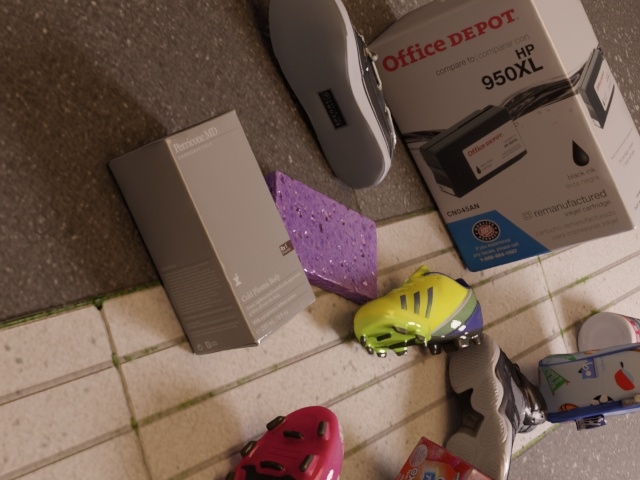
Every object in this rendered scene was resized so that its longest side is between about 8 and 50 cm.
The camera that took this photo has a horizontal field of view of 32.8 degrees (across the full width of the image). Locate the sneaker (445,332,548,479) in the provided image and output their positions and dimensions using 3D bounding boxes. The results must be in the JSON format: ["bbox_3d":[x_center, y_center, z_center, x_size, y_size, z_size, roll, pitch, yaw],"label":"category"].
[{"bbox_3d":[0.259,0.274,1.549,0.153,0.101,0.268,31,50,-39],"label":"sneaker"}]

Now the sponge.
[{"bbox_3d":[0.000,0.000,1.387,0.210,0.031,0.117,25,58,-45],"label":"sponge"}]

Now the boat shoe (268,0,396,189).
[{"bbox_3d":[0.029,-0.224,1.452,0.306,0.113,0.105,63,31,-17],"label":"boat shoe"}]

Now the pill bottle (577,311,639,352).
[{"bbox_3d":[0.552,0.190,1.966,0.180,0.108,0.108,13,66,-50],"label":"pill bottle"}]

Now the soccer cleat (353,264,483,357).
[{"bbox_3d":[0.126,0.091,1.467,0.289,0.093,0.121,9,66,-54],"label":"soccer cleat"}]

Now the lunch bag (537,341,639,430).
[{"bbox_3d":[0.466,0.215,1.681,0.303,0.243,0.114,17,62,-74],"label":"lunch bag"}]

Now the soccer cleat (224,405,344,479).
[{"bbox_3d":[-0.049,0.331,1.133,0.143,0.116,0.331,59,43,-34],"label":"soccer cleat"}]

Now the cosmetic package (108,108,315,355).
[{"bbox_3d":[-0.115,-0.009,1.181,0.127,0.107,0.238,-36,108,-49],"label":"cosmetic package"}]

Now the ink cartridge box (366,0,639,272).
[{"bbox_3d":[0.283,-0.183,1.617,0.394,0.285,0.166,62,38,-13],"label":"ink cartridge box"}]

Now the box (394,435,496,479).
[{"bbox_3d":[0.210,0.370,1.363,0.257,0.123,0.128,36,84,-27],"label":"box"}]
